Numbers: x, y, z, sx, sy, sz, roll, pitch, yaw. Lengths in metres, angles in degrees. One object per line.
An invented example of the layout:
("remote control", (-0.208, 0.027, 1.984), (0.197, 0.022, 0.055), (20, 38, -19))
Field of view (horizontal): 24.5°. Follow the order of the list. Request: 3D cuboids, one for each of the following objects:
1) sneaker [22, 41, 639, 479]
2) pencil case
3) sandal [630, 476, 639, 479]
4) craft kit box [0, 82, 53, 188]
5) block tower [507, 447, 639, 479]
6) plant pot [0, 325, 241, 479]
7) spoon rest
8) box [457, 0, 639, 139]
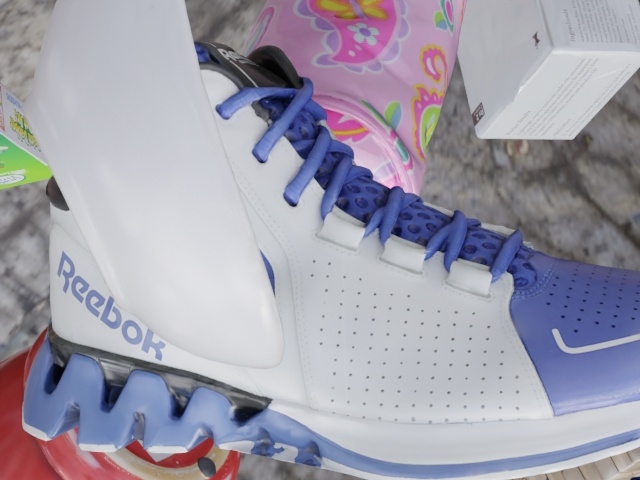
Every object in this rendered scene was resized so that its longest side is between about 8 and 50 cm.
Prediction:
("sneaker", (-0.001, 0.000, 0.653), (0.316, 0.127, 0.182), (0, 102, 20))
("pencil case", (0.023, -0.113, 0.869), (0.124, 0.284, 0.124), (9, 134, 9))
("sandal", (0.410, 0.256, 1.823), (0.138, 0.317, 0.126), (23, 102, 20))
("craft kit box", (-0.366, -0.071, 1.222), (0.250, 0.246, 0.060), (-12, 85, 3))
("block tower", (0.258, 0.199, 1.413), (0.335, 0.091, 0.097), (-40, 64, 28))
("plant pot", (-0.160, 0.151, 1.042), (0.191, 0.191, 0.174), (42, 125, -11))
("spoon rest", (-0.070, -0.085, 0.463), (0.084, 0.137, 0.276), (-27, 100, -8))
("box", (0.231, -0.223, 1.533), (0.119, 0.181, 0.181), (-1, 155, -21))
